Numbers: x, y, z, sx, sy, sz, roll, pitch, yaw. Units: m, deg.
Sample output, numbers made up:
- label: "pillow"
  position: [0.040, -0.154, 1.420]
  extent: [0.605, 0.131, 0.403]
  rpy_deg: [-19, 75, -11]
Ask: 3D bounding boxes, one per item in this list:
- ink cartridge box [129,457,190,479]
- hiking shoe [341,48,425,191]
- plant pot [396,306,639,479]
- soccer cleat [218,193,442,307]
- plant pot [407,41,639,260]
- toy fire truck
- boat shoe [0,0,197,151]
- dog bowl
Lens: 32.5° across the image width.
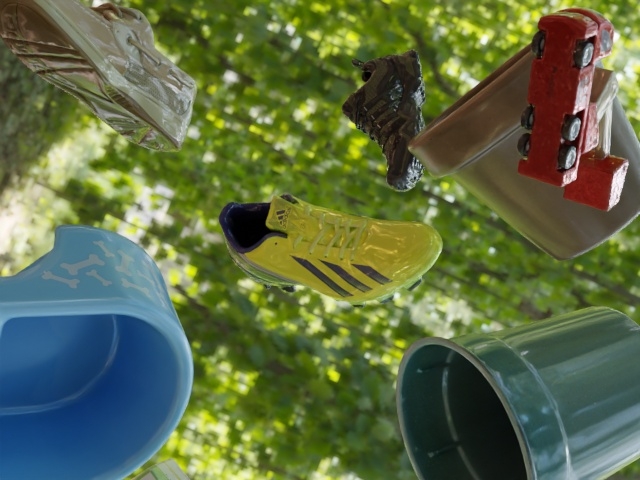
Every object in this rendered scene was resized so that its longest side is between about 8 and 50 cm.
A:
- label: "ink cartridge box"
  position: [-0.201, 0.416, 1.515]
  extent: [0.119, 0.207, 0.353]
  rpy_deg: [-37, 175, -7]
- label: "hiking shoe"
  position: [0.088, -0.161, 1.529]
  extent: [0.086, 0.114, 0.227]
  rpy_deg: [67, 22, -55]
- label: "plant pot"
  position: [0.352, 0.268, 1.742]
  extent: [0.341, 0.334, 0.341]
  rpy_deg: [41, -40, 48]
- label: "soccer cleat"
  position: [-0.001, 0.001, 1.183]
  extent: [0.289, 0.121, 0.093]
  rpy_deg: [1, -133, 45]
- label: "plant pot"
  position: [0.272, -0.106, 1.314]
  extent: [0.263, 0.229, 0.263]
  rpy_deg: [-38, -176, 3]
- label: "toy fire truck"
  position: [0.222, -0.107, 0.933]
  extent: [0.135, 0.047, 0.192]
  rpy_deg: [-26, 128, -45]
- label: "boat shoe"
  position: [-0.258, -0.225, 1.298]
  extent: [0.341, 0.121, 0.110]
  rpy_deg: [46, 61, -58]
- label: "dog bowl"
  position: [-0.205, 0.079, 0.625]
  extent: [0.074, 0.297, 0.166]
  rpy_deg: [39, -60, 46]
